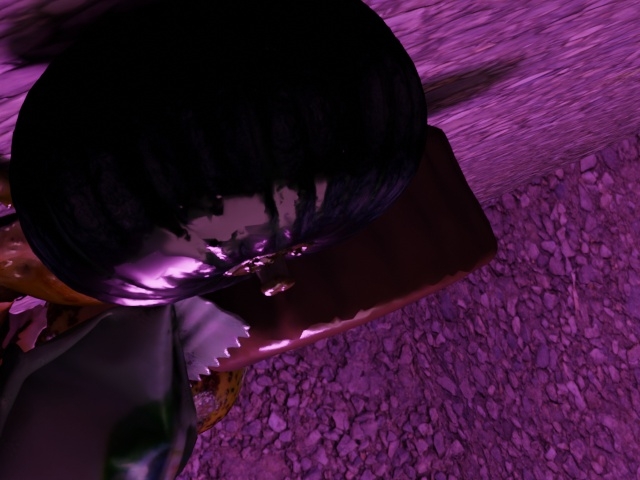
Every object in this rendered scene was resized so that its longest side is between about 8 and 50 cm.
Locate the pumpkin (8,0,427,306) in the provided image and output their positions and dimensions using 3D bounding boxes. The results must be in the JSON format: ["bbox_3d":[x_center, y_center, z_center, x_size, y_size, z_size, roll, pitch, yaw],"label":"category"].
[{"bbox_3d":[-0.044,-0.041,0.781,0.202,0.140,0.202,-23,177,-1],"label":"pumpkin"}]

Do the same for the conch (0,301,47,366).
[{"bbox_3d":[-0.363,0.149,1.496,0.186,0.324,0.263,15,142,-3],"label":"conch"}]

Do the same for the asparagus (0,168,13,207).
[{"bbox_3d":[-0.188,-0.030,1.072,0.024,0.025,0.248,-63,176,-1],"label":"asparagus"}]

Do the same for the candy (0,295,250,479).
[{"bbox_3d":[-0.232,0.223,1.356,0.398,0.172,0.263,-60,-176,-21],"label":"candy"}]

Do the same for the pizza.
[{"bbox_3d":[-0.196,0.017,1.293,0.188,0.081,0.204,-22,176,7],"label":"pizza"}]

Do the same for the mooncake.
[{"bbox_3d":[0.000,0.000,1.487,0.290,0.161,0.290,-22,178,-1],"label":"mooncake"}]

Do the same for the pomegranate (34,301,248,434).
[{"bbox_3d":[-0.178,0.074,1.689,0.204,0.277,0.222,22,-133,32],"label":"pomegranate"}]
